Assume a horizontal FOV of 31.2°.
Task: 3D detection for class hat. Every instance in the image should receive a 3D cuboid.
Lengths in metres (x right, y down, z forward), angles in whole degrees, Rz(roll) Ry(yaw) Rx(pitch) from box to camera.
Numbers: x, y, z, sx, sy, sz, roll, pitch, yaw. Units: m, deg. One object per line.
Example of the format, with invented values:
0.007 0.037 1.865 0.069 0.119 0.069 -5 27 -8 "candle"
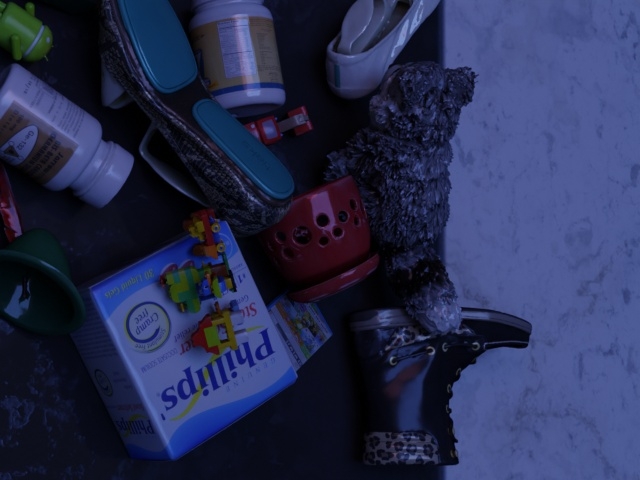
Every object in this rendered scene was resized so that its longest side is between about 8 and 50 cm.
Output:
-0.405 0.007 1.701 0.184 0.173 0.208 -71 146 -42 "hat"

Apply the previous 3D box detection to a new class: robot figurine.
-0.461 -0.318 1.750 0.115 0.067 0.101 34 35 -25 "robot figurine"

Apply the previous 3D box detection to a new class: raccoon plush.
0.208 -0.100 1.982 0.216 0.299 0.446 -27 78 -42 "raccoon plush"

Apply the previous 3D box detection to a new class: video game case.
-0.053 0.155 1.966 0.166 0.015 0.119 -41 106 -47 "video game case"

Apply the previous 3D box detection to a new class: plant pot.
0.000 0.000 1.939 0.191 0.191 0.174 -29 96 -34 "plant pot"

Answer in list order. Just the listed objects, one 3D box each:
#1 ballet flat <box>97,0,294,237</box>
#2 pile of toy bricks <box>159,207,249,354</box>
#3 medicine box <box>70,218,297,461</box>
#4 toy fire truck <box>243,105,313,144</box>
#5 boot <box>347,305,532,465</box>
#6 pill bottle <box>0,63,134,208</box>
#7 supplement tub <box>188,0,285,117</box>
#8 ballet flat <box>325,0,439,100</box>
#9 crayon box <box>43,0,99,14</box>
-0.238 -0.204 1.811 0.483 0.182 0.164 54 32 -3 "ballet flat"
-0.184 0.059 1.694 0.105 0.118 0.212 -15 109 -8 "pile of toy bricks"
-0.222 0.155 1.791 0.263 0.149 0.289 -30 99 -34 "medicine box"
-0.074 -0.191 1.956 0.135 0.192 0.047 -21 94 -7 "toy fire truck"
0.223 0.265 2.088 0.377 0.138 0.284 5 78 -30 "boot"
-0.403 -0.150 1.725 0.229 0.131 0.131 36 64 -25 "pill bottle"
-0.143 -0.314 1.924 0.144 0.144 0.200 -8 86 -35 "supplement tub"
0.127 -0.438 2.124 0.139 0.139 0.400 41 65 -23 "ballet flat"
-0.456 -0.489 1.715 0.318 0.081 0.202 16 73 -51 "crayon box"
